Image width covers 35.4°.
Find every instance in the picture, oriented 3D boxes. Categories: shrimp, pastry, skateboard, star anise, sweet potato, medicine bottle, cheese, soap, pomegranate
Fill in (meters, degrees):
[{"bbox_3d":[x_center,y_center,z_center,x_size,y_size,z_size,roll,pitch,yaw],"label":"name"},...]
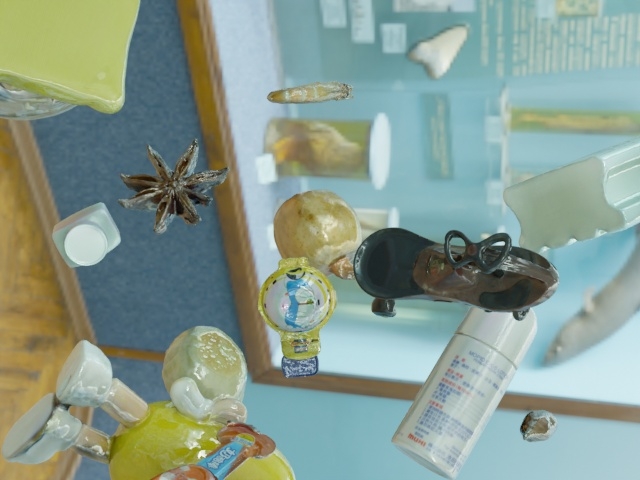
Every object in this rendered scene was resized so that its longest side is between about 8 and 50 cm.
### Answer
[{"bbox_3d":[-0.013,-0.164,1.119,0.108,0.059,0.023,-11,99,-39],"label":"shrimp"},{"bbox_3d":[-0.187,0.215,1.663,0.156,0.092,0.156,30,37,-26],"label":"pastry"},{"bbox_3d":[0.092,0.018,0.717,0.080,0.151,0.067,37,62,-51],"label":"skateboard"},{"bbox_3d":[-0.181,-0.062,1.220,0.042,0.141,0.141,87,16,-55],"label":"star anise"},{"bbox_3d":[0.319,0.282,1.495,0.117,0.049,0.049,-7,100,-63],"label":"sweet potato"},{"bbox_3d":[-0.291,-0.004,1.249,0.055,0.074,0.118,65,-8,-14],"label":"medicine bottle"},{"bbox_3d":[-0.042,0.154,1.973,0.064,0.156,0.250,-103,-172,-72],"label":"cheese"},{"bbox_3d":[0.361,-0.072,1.165,0.265,0.159,0.088,-20,89,-34],"label":"soap"},{"bbox_3d":[-0.009,-0.013,2.184,0.207,0.207,0.207,4,90,-73],"label":"pomegranate"},{"bbox_3d":[-0.149,0.293,1.230,0.256,0.106,0.037,-35,136,-51],"label":"cheese"},{"bbox_3d":[0.263,0.240,1.760,0.341,0.130,0.130,-58,155,-13],"label":"medicine bottle"}]

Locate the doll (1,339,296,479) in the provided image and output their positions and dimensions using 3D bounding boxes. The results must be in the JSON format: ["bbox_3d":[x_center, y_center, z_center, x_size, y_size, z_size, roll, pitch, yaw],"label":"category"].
[{"bbox_3d":[-0.244,0.323,1.460,0.161,0.348,0.423,-87,152,-57],"label":"doll"}]

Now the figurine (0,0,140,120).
[{"bbox_3d":[-0.417,-0.273,1.081,0.361,0.377,0.266,35,63,-40],"label":"figurine"}]
